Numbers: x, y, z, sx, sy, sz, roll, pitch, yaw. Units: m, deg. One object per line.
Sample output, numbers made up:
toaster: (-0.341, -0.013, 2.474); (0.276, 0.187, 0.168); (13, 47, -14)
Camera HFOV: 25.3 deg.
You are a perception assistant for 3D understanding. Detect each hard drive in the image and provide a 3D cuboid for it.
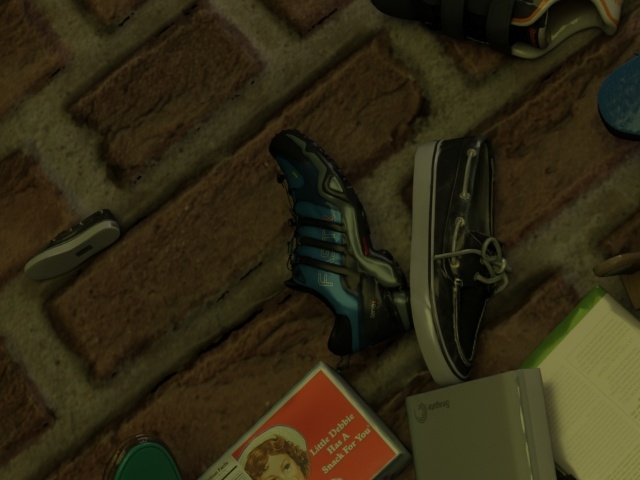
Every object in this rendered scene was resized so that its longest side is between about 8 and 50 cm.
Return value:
hard drive: (0.190, 0.334, 1.593); (0.047, 0.233, 0.353); (0, 77, -28)

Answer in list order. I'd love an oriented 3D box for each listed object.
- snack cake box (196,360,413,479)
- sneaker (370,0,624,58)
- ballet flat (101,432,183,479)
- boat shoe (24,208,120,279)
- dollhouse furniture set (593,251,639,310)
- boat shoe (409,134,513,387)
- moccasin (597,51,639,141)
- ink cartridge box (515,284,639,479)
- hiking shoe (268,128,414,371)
snack cake box: (-0.035, 0.294, 1.724); (0.264, 0.089, 0.152); (-43, 70, 3)
sneaker: (0.216, -0.297, 1.759); (0.321, 0.126, 0.127); (-6, 72, 12)
ballet flat: (-0.206, 0.384, 1.695); (0.116, 0.124, 0.342); (-19, 104, -24)
boat shoe: (-0.330, 0.006, 1.886); (0.142, 0.049, 0.040); (-27, 54, 6)
dollhouse furniture set: (0.481, 0.134, 1.495); (0.303, 0.174, 0.355); (-32, 71, 41)
boat shoe: (0.176, 0.022, 1.712); (0.105, 0.113, 0.306); (-8, 67, 28)
moccasin: (0.497, -0.180, 1.669); (0.342, 0.117, 0.137); (-13, 78, 8)
ink cartridge box: (0.351, 0.208, 1.636); (0.255, 0.097, 0.189); (43, 92, 17)
hiking shoe: (0.000, 0.000, 1.754); (0.132, 0.113, 0.304); (-30, 73, -2)
